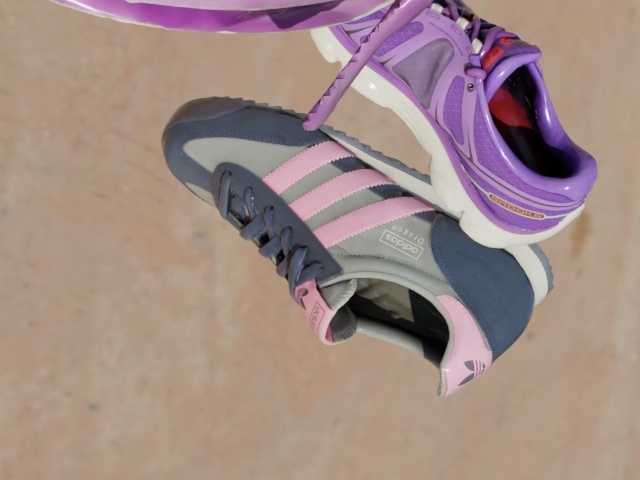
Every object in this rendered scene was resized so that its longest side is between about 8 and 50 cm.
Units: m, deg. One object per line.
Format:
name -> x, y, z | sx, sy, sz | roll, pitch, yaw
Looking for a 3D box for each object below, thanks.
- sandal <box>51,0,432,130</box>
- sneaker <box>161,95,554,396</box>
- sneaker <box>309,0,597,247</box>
sandal -> -0.026, -0.076, 0.426 | 0.169, 0.416, 0.102 | -82, 153, -76
sneaker -> 0.000, 0.000, 1.218 | 0.131, 0.319, 0.112 | -53, 156, -32
sneaker -> 0.057, -0.079, 0.695 | 0.068, 0.170, 0.071 | -38, 178, -32
